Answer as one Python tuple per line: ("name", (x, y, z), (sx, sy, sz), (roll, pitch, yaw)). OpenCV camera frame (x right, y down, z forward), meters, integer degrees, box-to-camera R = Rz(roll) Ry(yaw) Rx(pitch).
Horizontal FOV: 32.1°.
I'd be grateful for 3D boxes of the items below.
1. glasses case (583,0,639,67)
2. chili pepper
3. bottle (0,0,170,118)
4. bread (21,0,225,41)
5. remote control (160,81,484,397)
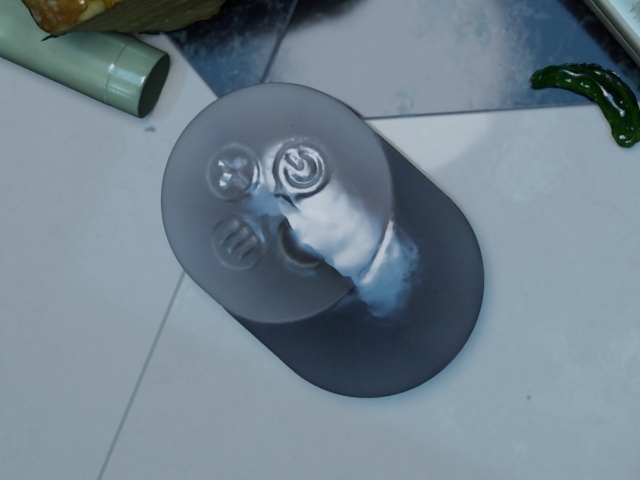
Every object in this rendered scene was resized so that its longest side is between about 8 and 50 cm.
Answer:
("glasses case", (0.330, -0.206, 0.985), (0.131, 0.070, 0.313), (-40, 95, 8))
("chili pepper", (0.257, -0.136, 1.033), (0.118, 0.035, 0.055), (36, 81, -1))
("bottle", (-0.250, -0.189, 1.072), (0.201, 0.072, 0.072), (25, 97, 5))
("bread", (-0.132, -0.341, 0.937), (0.279, 0.207, 0.279), (-12, 94, 36))
("remote control", (0.000, 0.000, 1.040), (0.332, 0.103, 0.221), (41, 100, 1))
